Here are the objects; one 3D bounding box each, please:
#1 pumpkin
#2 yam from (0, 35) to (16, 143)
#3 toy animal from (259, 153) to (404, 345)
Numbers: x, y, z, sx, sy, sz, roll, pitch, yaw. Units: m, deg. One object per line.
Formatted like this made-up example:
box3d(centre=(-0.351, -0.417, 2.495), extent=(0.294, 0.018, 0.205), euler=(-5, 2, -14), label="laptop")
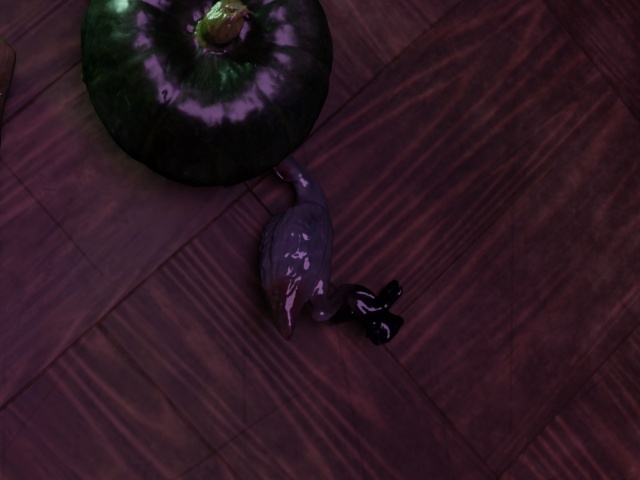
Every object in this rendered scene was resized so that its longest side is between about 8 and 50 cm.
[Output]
box3d(centre=(-0.128, -0.212, 1.319), extent=(0.300, 0.207, 0.300), euler=(2, 83, -12), label="pumpkin")
box3d(centre=(-0.395, -0.065, 1.295), extent=(0.081, 0.081, 0.357), euler=(7, 83, -17), label="yam")
box3d(centre=(-0.021, -0.006, 1.403), extent=(0.195, 0.090, 0.324), euler=(-24, 87, -43), label="toy animal")
